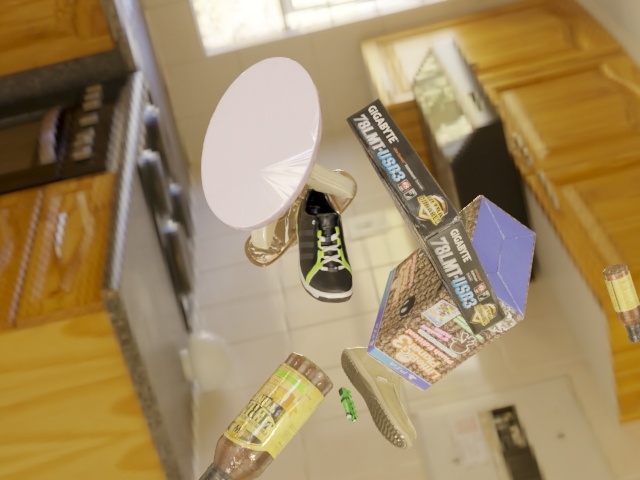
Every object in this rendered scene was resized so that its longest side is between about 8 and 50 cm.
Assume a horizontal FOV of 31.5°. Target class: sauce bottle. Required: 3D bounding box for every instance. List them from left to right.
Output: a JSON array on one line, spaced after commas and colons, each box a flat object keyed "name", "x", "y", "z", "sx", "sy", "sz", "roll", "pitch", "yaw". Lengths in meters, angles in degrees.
[{"name": "sauce bottle", "x": -0.118, "y": 0.370, "z": 2.143, "sx": 0.111, "sy": 0.344, "sz": 0.111, "roll": 36, "pitch": -18, "yaw": 13}, {"name": "sauce bottle", "x": 0.483, "y": 0.100, "z": 1.796, "sx": 0.042, "sy": 0.042, "sz": 0.128, "roll": -101, "pitch": 170, "yaw": -72}]

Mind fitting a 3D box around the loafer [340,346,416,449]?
[{"name": "loafer", "x": 0.147, "y": 0.344, "z": 2.559, "sx": 0.268, "sy": 0.092, "sz": 0.102, "roll": 58, "pitch": -23, "yaw": 20}]

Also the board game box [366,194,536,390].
[{"name": "board game box", "x": 0.245, "y": 0.099, "z": 2.118, "sx": 0.141, "sy": 0.291, "sz": 0.232, "roll": 34, "pitch": 42, "yaw": -13}]

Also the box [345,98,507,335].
[{"name": "box", "x": 0.171, "y": -0.035, "z": 1.802, "sx": 0.293, "sy": 0.073, "sz": 0.295, "roll": 60, "pitch": 3, "yaw": 41}]

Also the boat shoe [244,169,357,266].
[{"name": "boat shoe", "x": -0.041, "y": -0.054, "z": 2.423, "sx": 0.104, "sy": 0.285, "sz": 0.089, "roll": 54, "pitch": 13, "yaw": -2}]

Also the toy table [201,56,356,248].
[{"name": "toy table", "x": -0.075, "y": -0.130, "z": 1.796, "sx": 0.274, "sy": 0.252, "sz": 0.161, "roll": -63, "pitch": 163, "yaw": -9}]

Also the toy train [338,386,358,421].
[{"name": "toy train", "x": 0.049, "y": 0.296, "z": 2.049, "sx": 0.024, "sy": 0.017, "sz": 0.083, "roll": 31, "pitch": 22, "yaw": -28}]

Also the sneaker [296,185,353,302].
[{"name": "sneaker", "x": 0.000, "y": 0.000, "z": 1.896, "sx": 0.097, "sy": 0.084, "sz": 0.234, "roll": 98, "pitch": -19, "yaw": -45}]
